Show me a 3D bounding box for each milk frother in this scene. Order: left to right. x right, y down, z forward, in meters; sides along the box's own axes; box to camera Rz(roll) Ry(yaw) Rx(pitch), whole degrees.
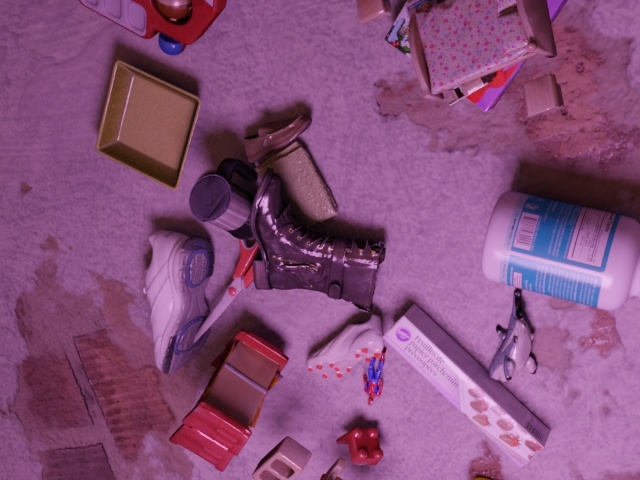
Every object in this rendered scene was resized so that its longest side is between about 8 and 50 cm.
[{"bbox_3d":[-0.188,-0.075,1.650,0.143,0.135,0.129,-5,74,23],"label":"milk frother"}]

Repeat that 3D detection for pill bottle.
[{"bbox_3d":[0.389,0.021,1.416,0.264,0.146,0.146,15,112,19],"label":"pill bottle"}]

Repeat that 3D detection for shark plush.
[{"bbox_3d":[0.312,0.164,1.553,0.067,0.073,0.161,22,124,50],"label":"shark plush"}]

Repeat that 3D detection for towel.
[{"bbox_3d":[-0.041,-0.091,1.641,0.110,0.027,0.148,-28,94,29],"label":"towel"}]

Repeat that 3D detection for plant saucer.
[{"bbox_3d":[-0.308,-0.214,1.710,0.188,0.045,0.188,26,115,14],"label":"plant saucer"}]

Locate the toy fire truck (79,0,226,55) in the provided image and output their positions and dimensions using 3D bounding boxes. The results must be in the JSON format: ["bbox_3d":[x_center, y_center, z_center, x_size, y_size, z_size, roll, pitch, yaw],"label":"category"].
[{"bbox_3d":[-0.288,-0.450,1.577,0.302,0.169,0.254,30,141,13],"label":"toy fire truck"}]

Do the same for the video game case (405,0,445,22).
[{"bbox_3d":[0.179,-0.316,1.382,0.087,0.011,0.122,-24,71,30],"label":"video game case"}]

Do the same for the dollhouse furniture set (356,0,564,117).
[{"bbox_3d":[0.135,-0.312,1.287,0.303,0.174,0.355,-18,75,39],"label":"dollhouse furniture set"}]

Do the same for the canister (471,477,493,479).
[{"bbox_3d":[0.310,0.520,1.660,0.126,0.073,0.170,13,110,20],"label":"canister"}]

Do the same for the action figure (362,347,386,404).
[{"bbox_3d":[0.097,0.248,1.692,0.038,0.030,0.115,11,113,15],"label":"action figure"}]

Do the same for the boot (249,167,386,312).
[{"bbox_3d":[0.000,0.000,1.605,0.229,0.091,0.263,6,125,10],"label":"boot"}]

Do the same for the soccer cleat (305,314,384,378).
[{"bbox_3d":[0.046,0.194,1.682,0.068,0.076,0.196,28,142,-29],"label":"soccer cleat"}]

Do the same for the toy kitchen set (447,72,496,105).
[{"bbox_3d":[0.206,-0.250,1.377,0.068,0.083,0.075,-29,94,29],"label":"toy kitchen set"}]

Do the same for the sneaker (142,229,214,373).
[{"bbox_3d":[-0.282,0.114,1.790,0.129,0.111,0.297,23,112,33],"label":"sneaker"}]

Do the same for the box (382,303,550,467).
[{"bbox_3d":[0.251,0.247,1.600,0.324,0.067,0.063,43,119,5],"label":"box"}]

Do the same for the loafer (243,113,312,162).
[{"bbox_3d":[-0.080,-0.183,1.611,0.148,0.056,0.050,-28,100,29],"label":"loafer"}]

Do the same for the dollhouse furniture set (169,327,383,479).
[{"bbox_3d":[-0.059,0.357,1.701,0.374,0.201,0.152,34,135,-4],"label":"dollhouse furniture set"}]

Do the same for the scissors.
[{"bbox_3d":[-0.145,0.086,1.722,0.109,0.021,0.297,28,105,14],"label":"scissors"}]

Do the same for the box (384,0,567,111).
[{"bbox_3d":[0.255,-0.369,1.398,0.201,0.057,0.293,38,118,10],"label":"box"}]
